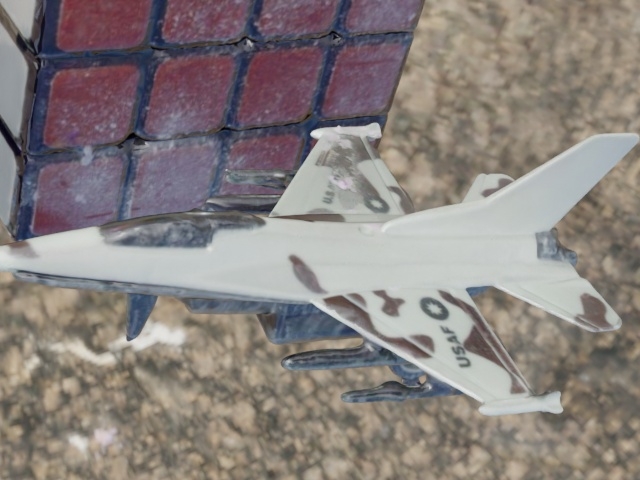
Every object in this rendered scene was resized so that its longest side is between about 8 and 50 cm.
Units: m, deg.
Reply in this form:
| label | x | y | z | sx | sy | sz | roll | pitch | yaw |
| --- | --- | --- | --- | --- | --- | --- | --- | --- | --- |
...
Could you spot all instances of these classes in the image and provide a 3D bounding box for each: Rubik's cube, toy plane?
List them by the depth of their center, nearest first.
| label | x | y | z | sx | sy | sz | roll | pitch | yaw |
| --- | --- | --- | --- | --- | --- | --- | --- | --- | --- |
| toy plane | 0.003 | 0.011 | 0.454 | 0.234 | 0.160 | 0.082 | -11 | 134 | -18 |
| Rubik's cube | -0.135 | -0.242 | 1.056 | 0.344 | 0.337 | 0.344 | -7 | 132 | -34 |
